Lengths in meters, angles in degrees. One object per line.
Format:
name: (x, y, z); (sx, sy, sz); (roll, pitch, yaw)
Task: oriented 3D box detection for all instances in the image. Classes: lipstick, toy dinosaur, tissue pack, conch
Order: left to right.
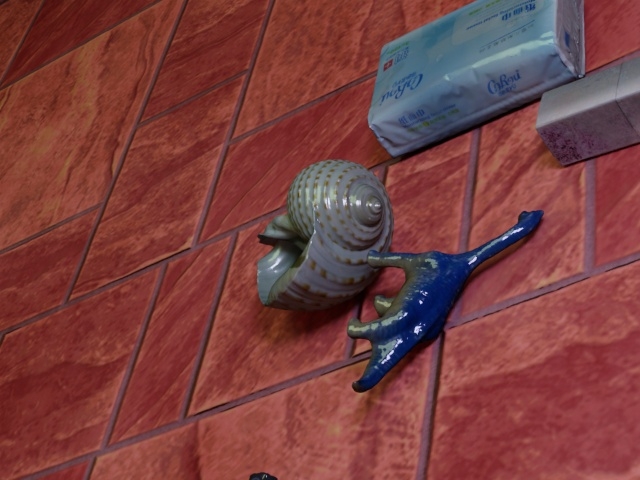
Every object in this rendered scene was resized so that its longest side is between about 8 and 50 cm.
conch: (0.011, 0.001, 1.612); (0.200, 0.131, 0.172); (136, 141, -63)
toy dinosaur: (0.125, 0.063, 1.460); (0.188, 0.075, 0.248); (-12, 34, 29)
tissue pack: (0.190, -0.221, 1.741); (0.263, 0.089, 0.177); (-23, 36, 29)
lipstick: (0.377, -0.162, 1.466); (0.317, 0.066, 0.068); (-18, 37, 35)

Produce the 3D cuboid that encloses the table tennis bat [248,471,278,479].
table tennis bat: (-0.096, 0.333, 1.394); (0.150, 0.027, 0.236); (-11, 43, 40)
